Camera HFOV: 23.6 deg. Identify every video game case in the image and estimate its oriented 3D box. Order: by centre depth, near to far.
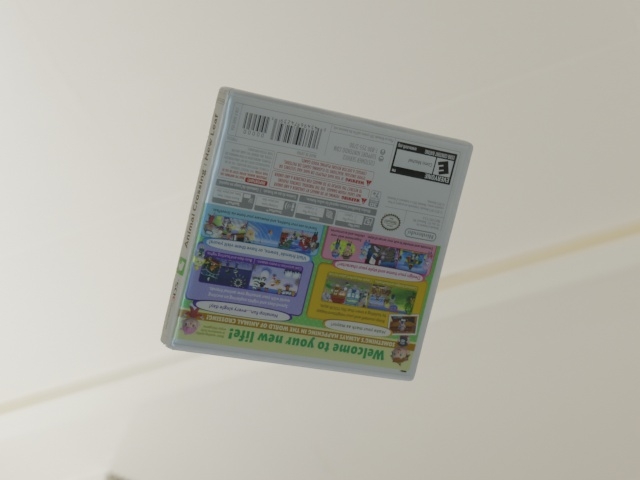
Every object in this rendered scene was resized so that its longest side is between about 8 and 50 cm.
[{"bbox_3d":[0.000,0.000,1.143,0.212,0.023,0.193,10,-82,-28],"label":"video game case"}]
